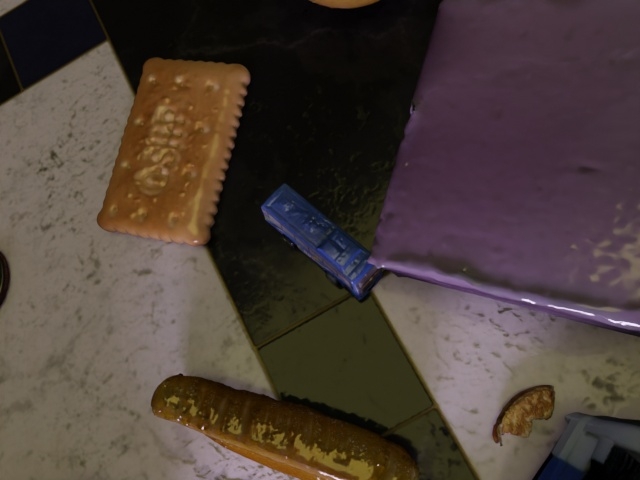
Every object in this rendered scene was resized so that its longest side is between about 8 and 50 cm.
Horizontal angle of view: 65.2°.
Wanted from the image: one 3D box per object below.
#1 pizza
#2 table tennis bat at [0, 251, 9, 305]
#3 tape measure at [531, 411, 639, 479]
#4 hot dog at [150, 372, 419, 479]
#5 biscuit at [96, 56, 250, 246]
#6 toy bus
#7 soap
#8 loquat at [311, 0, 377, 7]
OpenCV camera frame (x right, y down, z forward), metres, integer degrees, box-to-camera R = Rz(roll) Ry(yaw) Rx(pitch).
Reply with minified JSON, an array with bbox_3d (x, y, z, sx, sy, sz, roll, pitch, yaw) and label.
[{"bbox_3d":[0.205,0.175,0.505,0.083,0.016,0.037,-40,71,-5],"label":"pizza"},{"bbox_3d":[-0.517,0.048,0.673,0.221,0.019,0.130,12,78,12],"label":"table tennis bat"},{"bbox_3d":[0.302,0.242,0.353,0.259,0.262,0.138,31,73,16],"label":"tape measure"},{"bbox_3d":[-0.039,0.198,0.516,0.289,0.083,0.068,16,61,14],"label":"hot dog"},{"bbox_3d":[-0.189,-0.122,0.646,0.160,0.030,0.249,10,78,13],"label":"biscuit"},{"bbox_3d":[0.000,0.000,0.564,0.153,0.061,0.051,40,81,19],"label":"toy bus"},{"bbox_3d":[0.217,-0.078,0.466,0.285,0.107,0.296,15,87,33],"label":"soap"},{"bbox_3d":[0.027,-0.392,0.571,0.235,0.235,0.235,-3,76,10],"label":"loquat"}]
